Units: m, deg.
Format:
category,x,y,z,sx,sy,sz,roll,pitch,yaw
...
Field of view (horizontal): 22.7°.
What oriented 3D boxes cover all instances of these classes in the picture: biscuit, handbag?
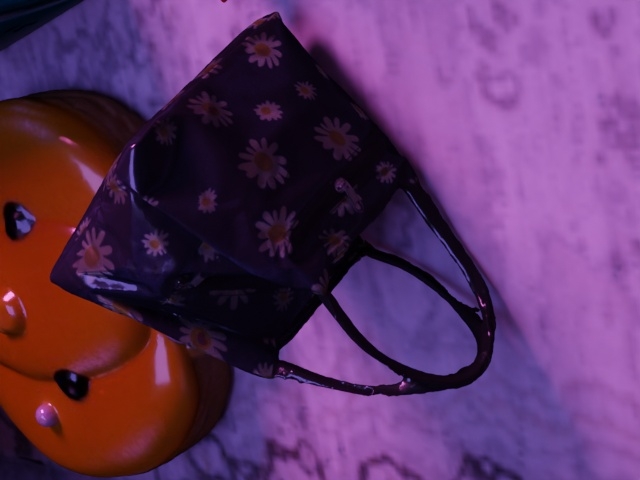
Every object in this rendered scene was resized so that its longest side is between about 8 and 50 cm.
category,x,y,z,sx,sy,sz,roll,pitch,yaw
biscuit,-0.100,0.022,0.655,0.170,0.050,0.170,18,120,35
handbag,0.000,0.000,0.532,0.139,0.115,0.072,33,129,5

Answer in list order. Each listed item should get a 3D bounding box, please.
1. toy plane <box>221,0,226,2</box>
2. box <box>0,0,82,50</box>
category,x,y,z,sx,sy,sz,roll,pitch,yaw
toy plane,-0.005,-0.132,0.515,0.145,0.037,0.060,-31,96,40
box,-0.201,-0.178,0.632,0.153,0.092,0.245,-19,96,44
